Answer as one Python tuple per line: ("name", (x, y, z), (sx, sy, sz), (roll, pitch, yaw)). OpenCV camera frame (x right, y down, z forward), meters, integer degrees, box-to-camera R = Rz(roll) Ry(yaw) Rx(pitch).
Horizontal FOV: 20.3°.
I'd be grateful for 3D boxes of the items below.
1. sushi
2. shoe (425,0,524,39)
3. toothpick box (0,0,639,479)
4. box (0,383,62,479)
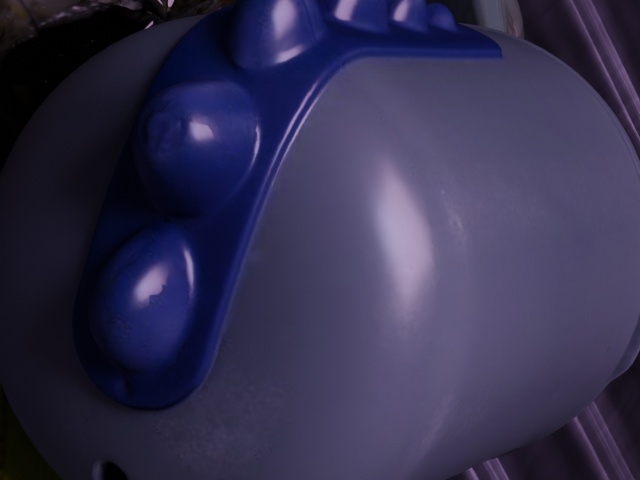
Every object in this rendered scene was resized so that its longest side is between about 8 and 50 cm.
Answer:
("sushi", (-0.095, -0.131, 0.929), (0.109, 0.134, 0.273), (38, 50, 8))
("shoe", (0.111, -0.133, 1.203), (0.078, 0.079, 0.195), (8, 63, -35))
("toothpick box", (0.000, 0.000, 0.824), (0.354, 0.263, 0.263), (-10, 83, -63))
("box", (-0.051, 0.196, 0.892), (0.335, 0.047, 0.187), (25, 57, -44))
